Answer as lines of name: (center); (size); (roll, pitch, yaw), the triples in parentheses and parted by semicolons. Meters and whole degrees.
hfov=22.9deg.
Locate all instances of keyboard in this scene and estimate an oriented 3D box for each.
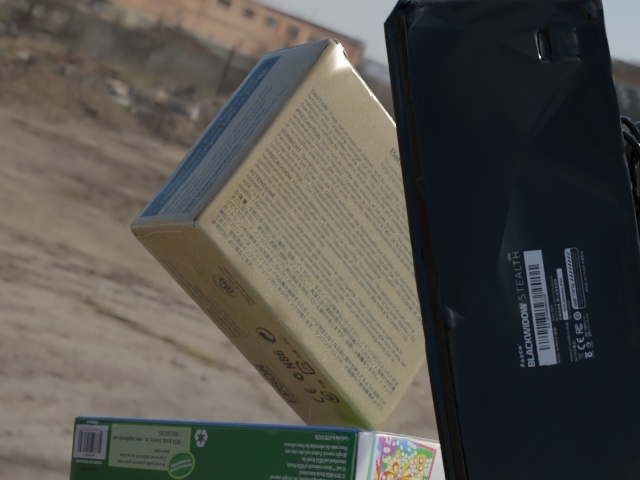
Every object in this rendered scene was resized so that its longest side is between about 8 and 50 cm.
keyboard: (0.070, 0.021, 0.481); (0.100, 0.192, 0.038); (-5, -5, -22)

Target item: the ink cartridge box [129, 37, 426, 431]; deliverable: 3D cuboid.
ink cartridge box: (0.000, 0.000, 1.189); (0.088, 0.193, 0.235); (-4, -47, 50)

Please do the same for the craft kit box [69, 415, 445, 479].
craft kit box: (0.009, 0.155, 1.030); (0.250, 0.061, 0.246); (-3, -10, 43)
